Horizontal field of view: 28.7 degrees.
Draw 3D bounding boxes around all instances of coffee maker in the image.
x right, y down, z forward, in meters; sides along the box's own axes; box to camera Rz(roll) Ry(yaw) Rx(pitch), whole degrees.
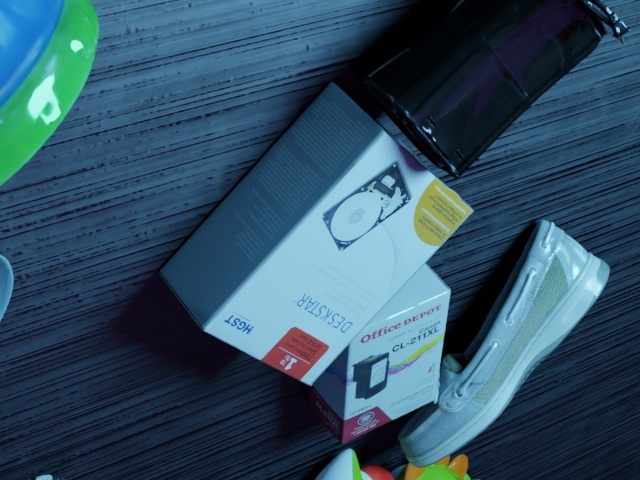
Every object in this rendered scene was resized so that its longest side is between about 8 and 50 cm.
[{"bbox_3d":[0.137,-0.151,1.056,0.178,0.171,0.120,-44,99,1],"label":"coffee maker"}]

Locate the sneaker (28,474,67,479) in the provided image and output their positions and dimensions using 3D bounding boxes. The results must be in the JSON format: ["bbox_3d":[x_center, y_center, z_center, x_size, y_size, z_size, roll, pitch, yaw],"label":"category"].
[{"bbox_3d":[-0.316,0.290,1.163,0.191,0.071,0.083,-14,140,-31],"label":"sneaker"}]

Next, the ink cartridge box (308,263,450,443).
[{"bbox_3d":[0.059,0.113,1.313,0.127,0.072,0.175,-22,138,-24],"label":"ink cartridge box"}]

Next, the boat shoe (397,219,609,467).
[{"bbox_3d":[0.191,0.123,1.427,0.320,0.103,0.118,-50,-179,15],"label":"boat shoe"}]

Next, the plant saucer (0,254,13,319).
[{"bbox_3d":[-0.318,0.074,0.944,0.195,0.037,0.195,-46,164,-17],"label":"plant saucer"}]

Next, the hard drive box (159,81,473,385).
[{"bbox_3d":[0.000,0.000,1.142,0.232,0.089,0.181,-48,142,7],"label":"hard drive box"}]

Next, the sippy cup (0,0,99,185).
[{"bbox_3d":[-0.275,-0.144,0.672,0.240,0.305,0.224,-19,133,16],"label":"sippy cup"}]

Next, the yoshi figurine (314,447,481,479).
[{"bbox_3d":[0.069,0.376,1.498,0.362,0.203,0.203,-4,144,-42],"label":"yoshi figurine"}]
